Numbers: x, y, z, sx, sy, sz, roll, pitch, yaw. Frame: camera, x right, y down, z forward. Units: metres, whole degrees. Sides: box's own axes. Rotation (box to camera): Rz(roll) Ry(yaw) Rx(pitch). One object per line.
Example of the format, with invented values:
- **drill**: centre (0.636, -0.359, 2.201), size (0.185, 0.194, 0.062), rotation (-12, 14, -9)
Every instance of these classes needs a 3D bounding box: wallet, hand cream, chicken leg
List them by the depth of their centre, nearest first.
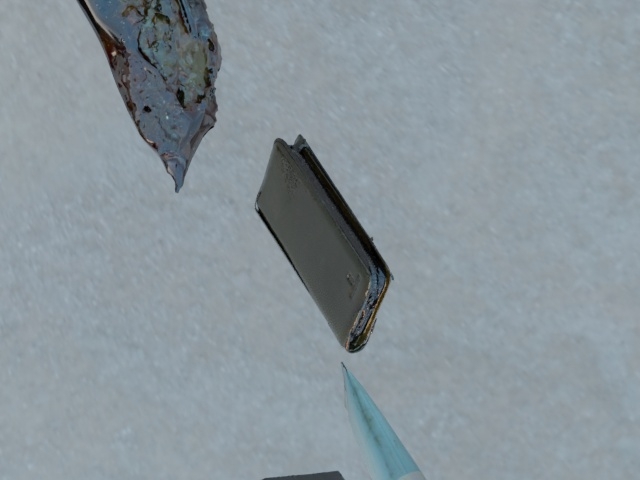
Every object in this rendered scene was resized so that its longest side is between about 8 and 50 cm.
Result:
- **chicken leg**: centre (-0.120, -0.154, 0.956), size (0.105, 0.063, 0.234), rotation (-37, 108, -39)
- **wallet**: centre (0.000, 0.000, 1.361), size (0.031, 0.198, 0.110), rotation (-10, 141, -30)
- **hand cream**: centre (0.097, 0.282, 1.620), size (0.070, 0.312, 0.111), rotation (-22, 148, -10)

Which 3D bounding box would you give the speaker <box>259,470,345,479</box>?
- **speaker**: centre (0.034, 0.217, 0.732), size (0.044, 0.218, 0.082), rotation (-48, 154, 21)
